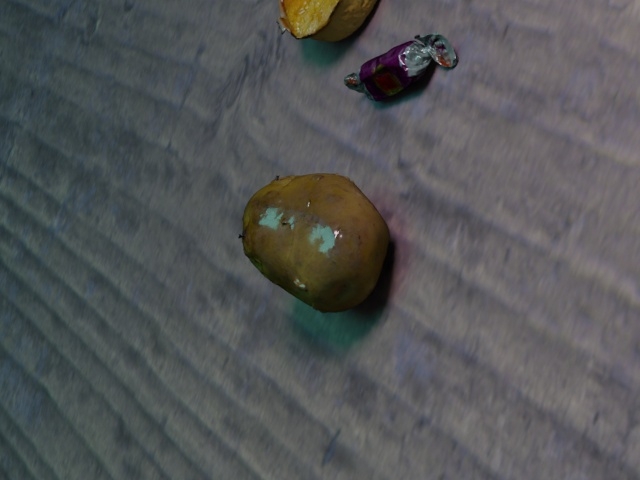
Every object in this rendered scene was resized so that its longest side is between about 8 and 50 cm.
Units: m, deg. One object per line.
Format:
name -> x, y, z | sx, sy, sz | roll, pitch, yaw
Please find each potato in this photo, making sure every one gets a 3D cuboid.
potato -> 0.000, 0.000, 1.853 | 0.176, 0.137, 0.137 | 34, 107, 38

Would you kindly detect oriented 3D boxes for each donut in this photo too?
donut -> 0.007, -0.297, 2.043 | 0.146, 0.078, 0.181 | -51, 42, 36

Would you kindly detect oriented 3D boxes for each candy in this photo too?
candy -> 0.077, -0.175, 1.890 | 0.043, 0.045, 0.175 | -49, 15, -30
